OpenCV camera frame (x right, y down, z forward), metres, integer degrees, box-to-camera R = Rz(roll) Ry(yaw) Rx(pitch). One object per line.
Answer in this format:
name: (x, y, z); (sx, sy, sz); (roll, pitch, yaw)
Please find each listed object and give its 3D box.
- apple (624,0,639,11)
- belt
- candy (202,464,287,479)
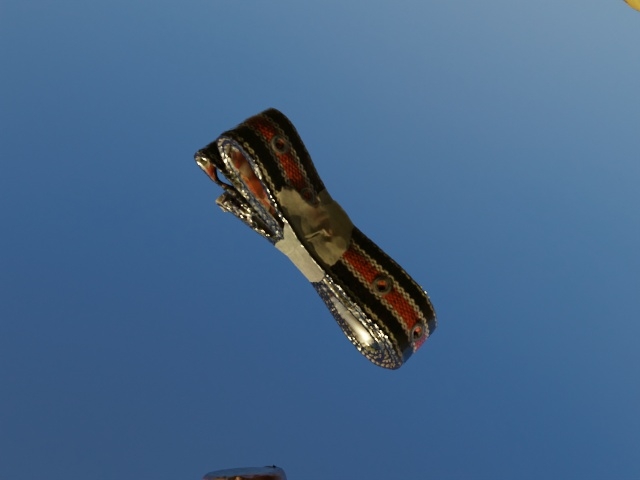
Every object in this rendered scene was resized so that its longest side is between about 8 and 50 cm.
apple: (0.132, -0.173, 0.098); (0.313, 0.253, 0.309); (0, -179, 22)
belt: (0.000, 0.000, 0.737); (0.359, 0.126, 0.094); (48, -126, 0)
candy: (-0.089, 0.288, 0.705); (0.103, 0.103, 0.043); (1, -107, -20)
